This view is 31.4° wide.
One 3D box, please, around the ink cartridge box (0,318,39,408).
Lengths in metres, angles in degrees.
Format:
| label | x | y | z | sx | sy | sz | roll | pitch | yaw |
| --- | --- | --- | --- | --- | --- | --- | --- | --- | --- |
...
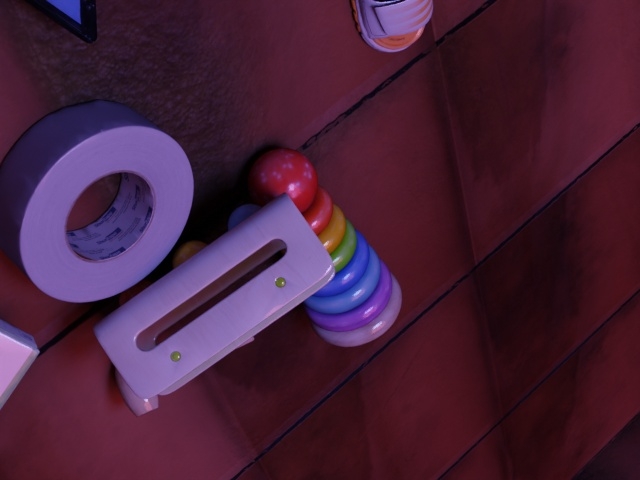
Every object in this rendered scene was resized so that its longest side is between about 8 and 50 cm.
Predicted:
| label | x | y | z | sx | sy | sz | roll | pitch | yaw |
| --- | --- | --- | --- | --- | --- | --- | --- | --- | --- |
| ink cartridge box | -0.444 | 0.127 | 1.205 | 0.235 | 0.056 | 0.171 | 34 | 92 | -29 |

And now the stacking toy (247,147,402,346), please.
| label | x | y | z | sx | sy | sz | roll | pitch | yaw |
| --- | --- | --- | --- | --- | --- | --- | --- | --- | --- |
| stacking toy | 0.000 | 0.000 | 1.521 | 0.141 | 0.141 | 0.330 | -43 | 138 | -14 |

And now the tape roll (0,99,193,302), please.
| label | x | y | z | sx | sy | sz | roll | pitch | yaw |
| --- | --- | --- | --- | --- | --- | --- | --- | --- | --- |
| tape roll | -0.250 | -0.042 | 1.258 | 0.219 | 0.072 | 0.219 | -27 | 136 | -30 |

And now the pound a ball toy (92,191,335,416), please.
| label | x | y | z | sx | sy | sz | roll | pitch | yaw |
| --- | --- | --- | --- | --- | --- | --- | --- | --- | --- |
| pound a ball toy | -0.144 | 0.078 | 1.382 | 0.319 | 0.136 | 0.208 | -35 | 174 | -1 |

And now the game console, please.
| label | x | y | z | sx | sy | sz | roll | pitch | yaw |
| --- | --- | --- | --- | --- | --- | --- | --- | --- | --- |
| game console | -0.235 | -0.268 | 1.089 | 0.071 | 0.107 | 0.122 | -21 | 151 | 25 |

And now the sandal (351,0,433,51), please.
| label | x | y | z | sx | sy | sz | roll | pitch | yaw |
| --- | --- | --- | --- | --- | --- | --- | --- | --- | --- |
| sandal | 0.086 | -0.319 | 1.389 | 0.102 | 0.076 | 0.265 | -44 | 142 | -12 |
